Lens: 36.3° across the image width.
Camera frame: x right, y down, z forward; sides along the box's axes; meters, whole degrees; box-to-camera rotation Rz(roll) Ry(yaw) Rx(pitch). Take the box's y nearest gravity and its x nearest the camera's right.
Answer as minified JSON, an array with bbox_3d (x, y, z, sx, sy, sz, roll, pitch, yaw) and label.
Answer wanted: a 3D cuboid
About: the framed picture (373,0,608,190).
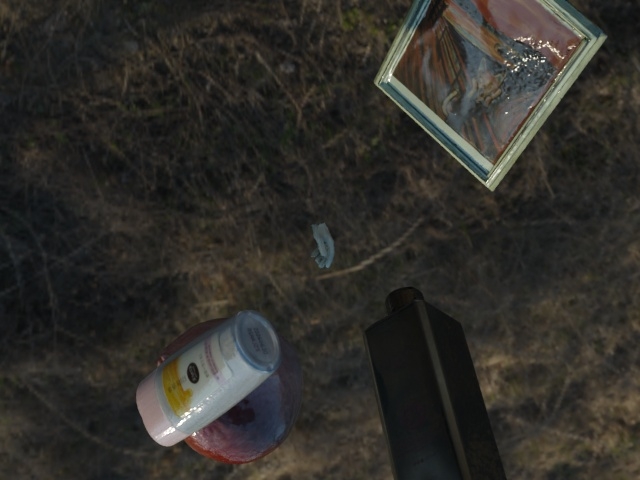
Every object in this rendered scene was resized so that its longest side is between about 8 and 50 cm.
[{"bbox_3d":[0.178,-0.206,1.125,0.016,0.216,0.273,-35,163,-36],"label":"framed picture"}]

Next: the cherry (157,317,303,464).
[{"bbox_3d":[-0.138,0.231,1.547,0.206,0.239,0.239,16,139,19],"label":"cherry"}]

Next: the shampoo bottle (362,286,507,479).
[{"bbox_3d":[0.104,0.152,0.925,0.080,0.246,0.079,-33,137,25],"label":"shampoo bottle"}]

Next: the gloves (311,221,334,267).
[{"bbox_3d":[0.002,0.001,1.442,0.037,0.080,0.044,-2,180,10],"label":"gloves"}]

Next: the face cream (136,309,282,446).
[{"bbox_3d":[-0.119,0.141,0.996,0.057,0.084,0.198,-5,154,-46],"label":"face cream"}]
